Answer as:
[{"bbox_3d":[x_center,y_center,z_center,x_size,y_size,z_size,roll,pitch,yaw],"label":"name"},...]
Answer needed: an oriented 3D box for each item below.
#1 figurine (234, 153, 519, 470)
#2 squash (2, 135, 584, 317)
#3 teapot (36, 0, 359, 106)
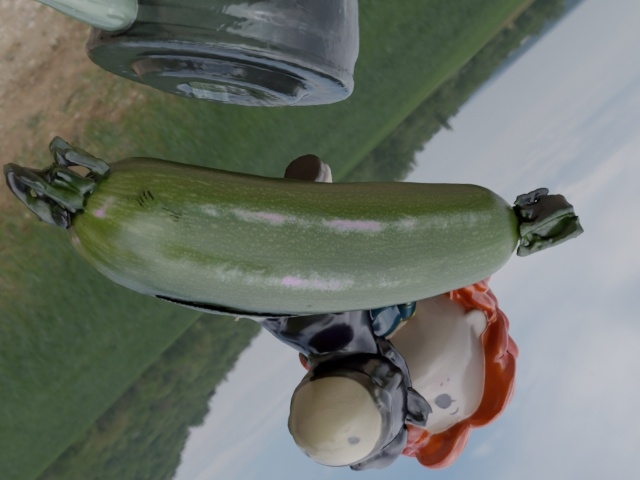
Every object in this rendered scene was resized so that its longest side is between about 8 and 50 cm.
[{"bbox_3d":[0.050,0.082,0.870,0.241,0.306,0.411,-33,164,14],"label":"figurine"},{"bbox_3d":[-0.001,0.001,0.454,0.318,0.071,0.080,2,159,-32],"label":"squash"},{"bbox_3d":[-0.115,-0.253,0.780,0.239,0.321,0.240,-178,-86,-67],"label":"teapot"}]
